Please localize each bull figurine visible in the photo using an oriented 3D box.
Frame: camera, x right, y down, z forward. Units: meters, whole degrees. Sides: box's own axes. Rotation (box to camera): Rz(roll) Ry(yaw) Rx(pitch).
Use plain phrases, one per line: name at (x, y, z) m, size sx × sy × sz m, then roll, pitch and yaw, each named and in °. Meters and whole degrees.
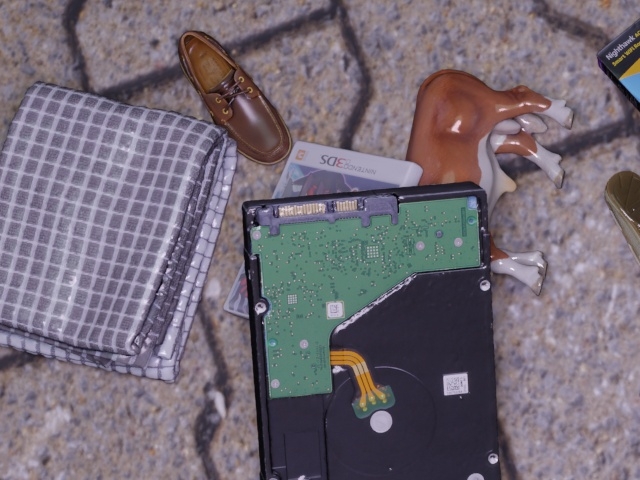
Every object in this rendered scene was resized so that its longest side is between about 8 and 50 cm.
bull figurine at (0.146, -0.026, 1.970) m, size 0.188 × 0.101 × 0.310 m, roll 10°, pitch 80°, yaw 9°

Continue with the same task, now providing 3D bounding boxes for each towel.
towel at (-0.237, -0.011, 2.025) m, size 0.235 × 0.121 × 0.283 m, roll 14°, pitch 79°, yaw 14°

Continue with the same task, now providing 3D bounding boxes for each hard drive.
hard drive at (0.051, 0.119, 1.870) m, size 0.237 × 0.064 × 0.339 m, roll -6°, pitch 102°, yaw -8°

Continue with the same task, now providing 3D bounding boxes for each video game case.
video game case at (0.000, 0.000, 1.980) m, size 0.183 × 0.023 × 0.201 m, roll 14°, pitch 77°, yaw 47°

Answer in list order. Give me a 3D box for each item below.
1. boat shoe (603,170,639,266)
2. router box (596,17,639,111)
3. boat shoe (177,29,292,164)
boat shoe at (0.339, 0.000, 1.960) m, size 0.056 × 0.048 × 0.153 m, roll -33°, pitch 79°, yaw -12°
router box at (0.397, -0.196, 1.993) m, size 0.179 × 0.046 × 0.133 m, roll -40°, pitch 72°, yaw -1°
boat shoe at (-0.098, -0.155, 2.067) m, size 0.064 × 0.060 × 0.178 m, roll -38°, pitch 73°, yaw -1°
